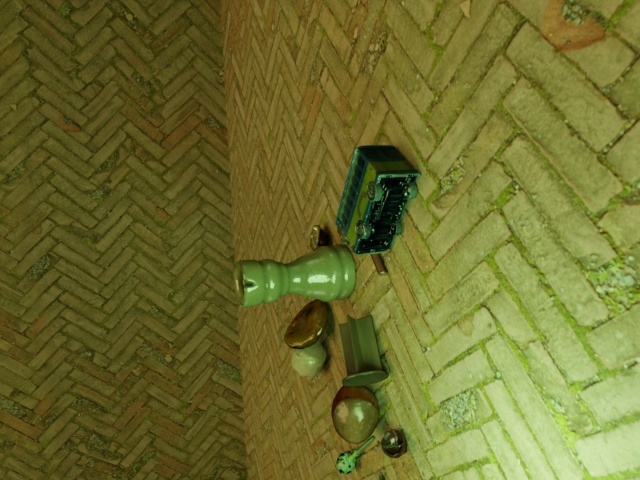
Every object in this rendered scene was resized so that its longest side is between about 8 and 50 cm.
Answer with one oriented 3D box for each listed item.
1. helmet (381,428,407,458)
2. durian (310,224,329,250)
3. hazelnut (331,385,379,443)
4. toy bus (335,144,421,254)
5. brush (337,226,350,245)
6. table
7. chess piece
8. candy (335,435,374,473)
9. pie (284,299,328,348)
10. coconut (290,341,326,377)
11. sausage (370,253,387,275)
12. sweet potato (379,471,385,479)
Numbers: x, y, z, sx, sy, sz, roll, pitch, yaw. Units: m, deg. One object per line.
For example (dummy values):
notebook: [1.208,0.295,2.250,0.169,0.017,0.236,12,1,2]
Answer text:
helmet: [0.260,0.691,1.581,0.089,0.057,0.111,-54,28,-10]
durian: [0.002,-0.002,2.007,0.140,0.071,0.110,-109,28,-59]
hazelnut: [0.128,0.627,1.740,0.214,0.176,0.214,8,-90,-88]
toy bus: [0.170,-0.123,1.483,0.190,0.152,0.312,-120,34,-43]
brush: [0.126,-0.112,1.707,0.084,0.071,0.301,-113,34,-42]
table: [0.143,0.389,1.692,0.167,0.167,0.227,120,148,-54]
chess piece: [-0.105,0.147,1.822,0.234,0.442,0.234,174,90,-66]
candy: [0.143,0.852,1.884,0.083,0.091,0.305,43,133,17]
pie: [-0.059,0.374,2.118,0.273,0.069,0.273,-36,29,24]
coconut: [-0.062,0.545,2.165,0.171,0.171,0.183,62,142,42]
sausage: [0.194,0.058,1.623,0.030,0.035,0.147,58,-166,-63]
sweet potato: [0.217,0.930,1.770,0.041,0.038,0.153,34,128,33]
